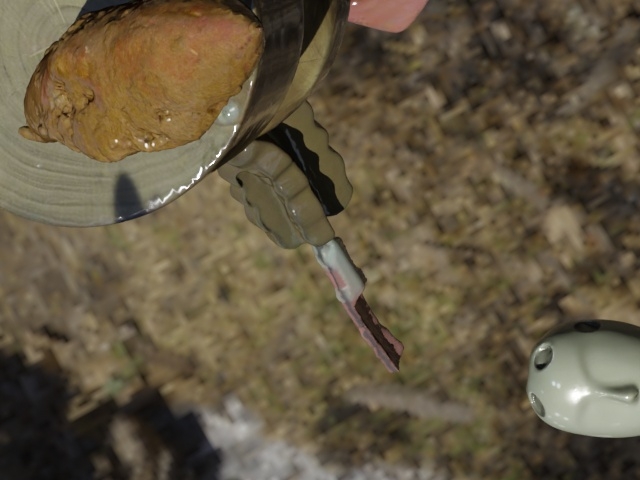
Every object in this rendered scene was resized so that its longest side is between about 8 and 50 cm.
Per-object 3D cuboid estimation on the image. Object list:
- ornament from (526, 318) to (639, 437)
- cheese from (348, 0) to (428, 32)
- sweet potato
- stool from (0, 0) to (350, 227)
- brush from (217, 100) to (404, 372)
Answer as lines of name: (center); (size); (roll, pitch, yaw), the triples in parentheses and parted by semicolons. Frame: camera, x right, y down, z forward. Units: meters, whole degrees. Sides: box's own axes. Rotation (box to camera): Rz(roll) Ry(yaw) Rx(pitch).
ornament: (0.202, 0.085, 1.203); (0.156, 0.081, 0.075); (4, 102, 8)
cheese: (0.015, -0.260, 1.367); (0.177, 0.202, 0.128); (-41, 44, 44)
sweet potato: (-0.081, -0.061, 0.793); (0.206, 0.060, 0.068); (-8, 63, 62)
stool: (-0.091, -0.117, 1.018); (0.179, 0.264, 0.179); (2, 102, 9)
brush: (0.000, 0.000, 1.488); (0.071, 0.084, 0.301); (-2, 140, 27)
